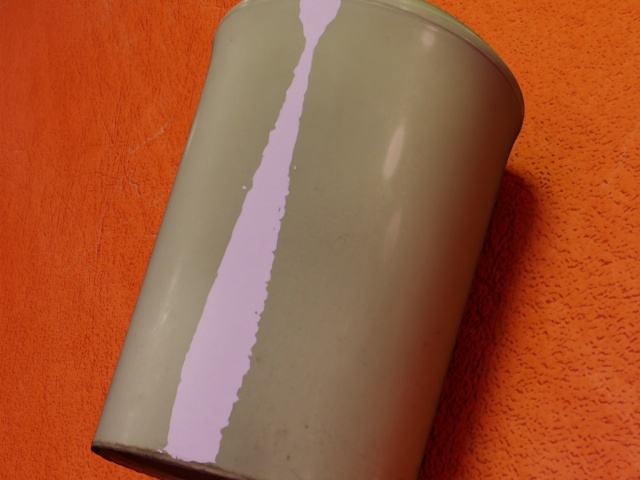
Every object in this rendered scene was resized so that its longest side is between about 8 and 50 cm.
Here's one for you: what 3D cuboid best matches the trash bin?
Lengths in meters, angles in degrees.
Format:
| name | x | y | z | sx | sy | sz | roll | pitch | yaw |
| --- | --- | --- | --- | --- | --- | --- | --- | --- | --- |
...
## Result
| name | x | y | z | sx | sy | sz | roll | pitch | yaw |
| --- | --- | --- | --- | --- | --- | --- | --- | --- | --- |
| trash bin | 0.000 | 0.000 | 0.779 | 0.280 | 0.280 | 0.432 | -5 | 61 | 45 |
